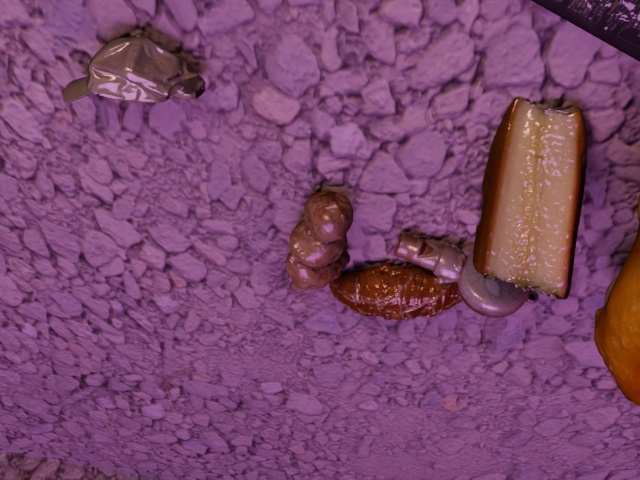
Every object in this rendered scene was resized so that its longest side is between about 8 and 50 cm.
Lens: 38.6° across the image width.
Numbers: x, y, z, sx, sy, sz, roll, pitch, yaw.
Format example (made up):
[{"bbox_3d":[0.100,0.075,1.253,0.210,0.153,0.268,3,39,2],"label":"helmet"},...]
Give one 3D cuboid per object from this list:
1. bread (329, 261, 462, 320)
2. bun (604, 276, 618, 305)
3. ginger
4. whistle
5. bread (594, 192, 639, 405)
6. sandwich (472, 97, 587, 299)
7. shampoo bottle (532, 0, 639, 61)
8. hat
[{"bbox_3d":[0.122,0.086,1.440,0.233,0.076,0.105,-2,147,15],"label":"bread"},{"bbox_3d":[0.501,0.103,1.271,0.229,0.145,0.229,-2,117,-4],"label":"bun"},{"bbox_3d":[0.000,0.000,1.339,0.104,0.080,0.204,-18,152,-16],"label":"ginger"},{"bbox_3d":[0.214,0.047,1.341,0.220,0.107,0.057,22,152,6],"label":"whistle"},{"bbox_3d":[0.500,0.058,1.002,0.394,0.250,0.361,-12,136,-9],"label":"bread"},{"bbox_3d":[0.267,-0.058,1.145,0.122,0.128,0.235,8,104,3],"label":"sandwich"},{"bbox_3d":[0.280,-0.230,0.838,0.309,0.071,0.098,31,141,3],"label":"shampoo bottle"},{"bbox_3d":[-0.234,-0.203,1.115,0.166,0.081,0.122,-1,-172,42],"label":"hat"}]
